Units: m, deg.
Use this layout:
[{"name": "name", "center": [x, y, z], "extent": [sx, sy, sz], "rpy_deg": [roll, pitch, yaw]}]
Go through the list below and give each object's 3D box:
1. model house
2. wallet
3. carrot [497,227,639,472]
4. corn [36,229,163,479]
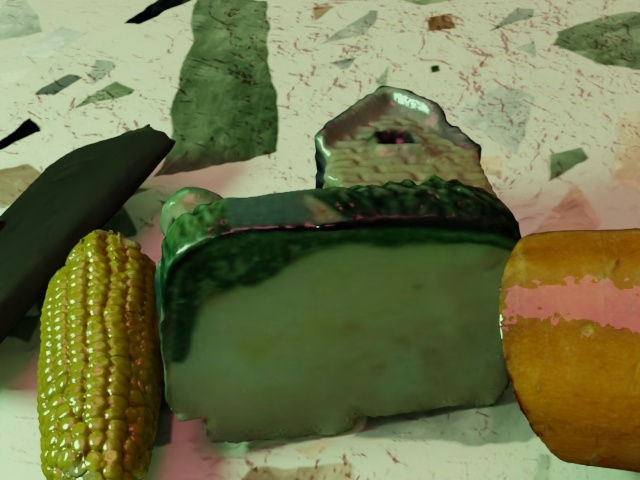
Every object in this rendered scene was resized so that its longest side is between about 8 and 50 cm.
[{"name": "model house", "center": [0.001, 0.002, 1.124], "extent": [0.298, 0.243, 0.284], "rpy_deg": [-4, 36, -5]}, {"name": "wallet", "center": [-0.311, 0.007, 1.308], "extent": [0.197, 0.051, 0.377], "rpy_deg": [-6, 35, 41]}, {"name": "carrot", "center": [0.313, 0.089, 0.970], "extent": [0.331, 0.214, 0.193], "rpy_deg": [-3, 58, 13]}, {"name": "corn", "center": [-0.199, 0.111, 1.139], "extent": [0.119, 0.119, 0.322], "rpy_deg": [-11, 39, 2]}]
